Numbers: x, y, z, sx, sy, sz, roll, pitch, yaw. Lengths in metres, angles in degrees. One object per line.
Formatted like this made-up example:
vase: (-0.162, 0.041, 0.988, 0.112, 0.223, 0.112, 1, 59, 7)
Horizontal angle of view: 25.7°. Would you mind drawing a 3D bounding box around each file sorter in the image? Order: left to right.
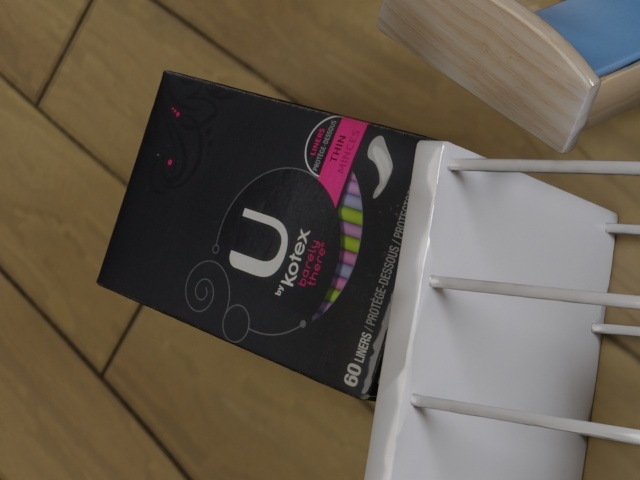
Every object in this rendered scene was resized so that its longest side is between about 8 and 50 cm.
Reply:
file sorter: (0.154, 0.103, 0.756, 0.173, 0.193, 0.277, 3, 81, 41)

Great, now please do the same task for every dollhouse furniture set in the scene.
dollhouse furniture set: (0.146, -0.254, 0.748, 0.286, 0.198, 0.303, 38, 131, 26)

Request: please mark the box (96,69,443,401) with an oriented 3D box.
box: (0.000, 0.000, 0.948, 0.270, 0.143, 0.165, 18, 90, 42)
